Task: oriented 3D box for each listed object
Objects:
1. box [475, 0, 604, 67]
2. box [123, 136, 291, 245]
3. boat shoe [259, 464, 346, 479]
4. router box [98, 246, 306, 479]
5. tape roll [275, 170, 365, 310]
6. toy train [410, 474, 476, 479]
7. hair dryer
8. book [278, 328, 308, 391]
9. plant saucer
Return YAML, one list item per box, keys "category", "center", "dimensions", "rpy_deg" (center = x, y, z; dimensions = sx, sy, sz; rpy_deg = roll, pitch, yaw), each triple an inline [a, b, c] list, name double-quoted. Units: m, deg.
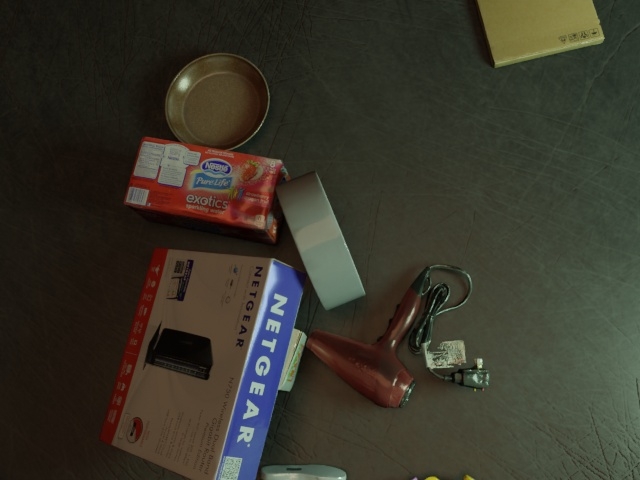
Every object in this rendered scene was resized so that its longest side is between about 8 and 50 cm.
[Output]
- category: "box"
  center: [0.396, -0.415, 1.310]
  dimensions: [0.201, 0.021, 0.165]
  rpy_deg: [-12, 76, 4]
- category: "box"
  center: [-0.192, -0.085, 1.251]
  dimensions: [0.256, 0.123, 0.128]
  rpy_deg: [10, 79, 9]
- category: "boat shoe"
  center: [-0.028, 0.391, 1.162]
  dimensions: [0.142, 0.049, 0.040]
  rpy_deg: [0, 96, 8]
- category: "router box"
  center: [-0.192, 0.186, 1.132]
  dimensions: [0.301, 0.082, 0.336]
  rpy_deg: [3, 74, 42]
- category: "tape roll"
  center: [0.000, 0.000, 1.158]
  dimensions: [0.072, 0.219, 0.219]
  rpy_deg: [-22, 75, 2]
- category: "toy train"
  center: [0.192, 0.432, 1.125]
  dimensions: [0.166, 0.046, 0.125]
  rpy_deg: [-10, 77, 8]
- category: "hair dryer"
  center: [0.122, 0.167, 1.194]
  dimensions: [0.293, 0.080, 0.224]
  rpy_deg: [-8, 61, -1]
- category: "book"
  center: [-0.052, 0.194, 1.157]
  dimensions: [0.035, 0.144, 0.096]
  rpy_deg: [17, 80, 7]
- category: "plant saucer"
  center: [-0.190, -0.252, 1.336]
  dimensions: [0.198, 0.036, 0.199]
  rpy_deg: [-2, 77, 7]
